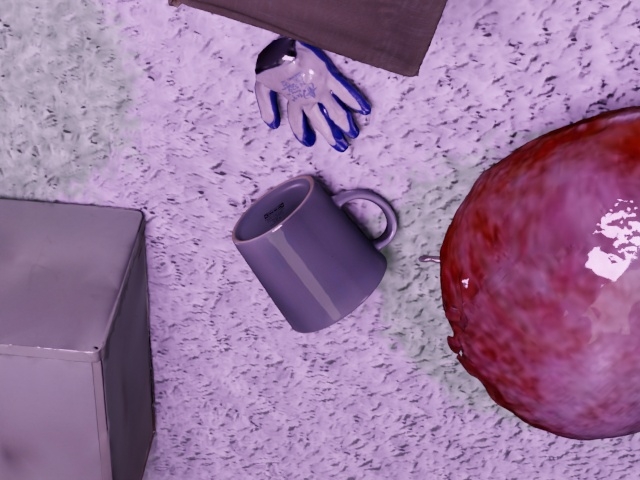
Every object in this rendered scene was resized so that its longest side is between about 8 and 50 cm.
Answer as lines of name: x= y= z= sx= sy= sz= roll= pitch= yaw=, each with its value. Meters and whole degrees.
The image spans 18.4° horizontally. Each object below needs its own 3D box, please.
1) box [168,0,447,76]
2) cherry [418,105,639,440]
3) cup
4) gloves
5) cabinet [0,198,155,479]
box: x=0.016 y=-0.208 z=1.000 sx=0.149 sy=0.155 sz=0.231 roll=18 pitch=161 yaw=-1
cherry: x=0.177 y=0.010 z=1.181 sx=0.192 sy=0.175 sz=0.249 roll=36 pitch=131 yaw=3
cup: x=0.000 y=0.000 z=1.292 sx=0.100 sy=0.078 sz=0.077 roll=-38 pitch=111 yaw=-1
gloves: x=-0.010 y=-0.089 z=1.246 sx=0.064 sy=0.026 sz=0.086 roll=-28 pitch=122 yaw=33
cabinet: x=-0.200 y=0.096 z=1.365 sx=0.145 sy=0.150 sz=0.206 roll=5 pitch=130 yaw=5
